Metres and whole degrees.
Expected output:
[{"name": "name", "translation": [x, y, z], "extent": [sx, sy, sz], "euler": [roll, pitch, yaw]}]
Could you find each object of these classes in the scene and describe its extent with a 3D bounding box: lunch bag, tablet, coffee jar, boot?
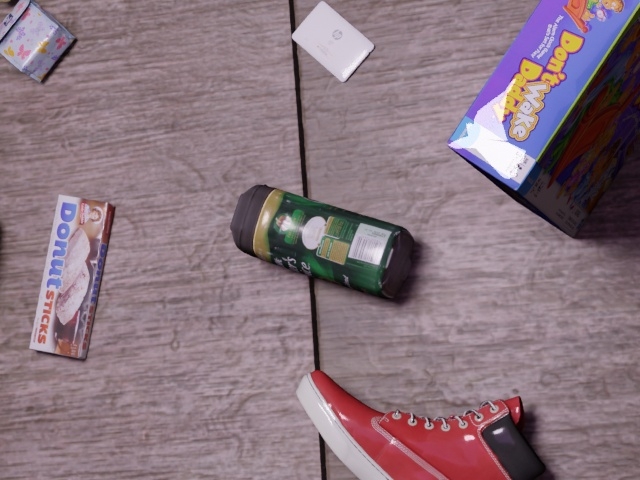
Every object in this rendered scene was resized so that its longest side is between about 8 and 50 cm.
[{"name": "lunch bag", "translation": [-0.337, -0.235, 1.969], "extent": [0.071, 0.053, 0.083], "euler": [-49, 60, 5]}, {"name": "tablet", "translation": [0.014, -0.219, 1.884], "extent": [0.083, 0.006, 0.054], "euler": [43, 96, 17]}, {"name": "coffee jar", "translation": [0.000, 0.000, 1.812], "extent": [0.184, 0.096, 0.079], "euler": [18, 86, 19]}, {"name": "boot", "translation": [0.107, 0.186, 1.764], "extent": [0.244, 0.088, 0.176], "euler": [44, 96, 9]}]

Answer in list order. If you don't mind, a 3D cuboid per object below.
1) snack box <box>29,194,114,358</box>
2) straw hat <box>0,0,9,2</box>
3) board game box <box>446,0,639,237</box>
[{"name": "snack box", "translation": [-0.280, 0.041, 1.931], "extent": [0.064, 0.022, 0.178], "euler": [9, 86, 19]}, {"name": "straw hat", "translation": [-0.365, -0.309, 1.978], "extent": [0.145, 0.144, 0.061], "euler": [-11, 123, 15]}, {"name": "board game box", "translation": [0.248, -0.138, 1.622], "extent": [0.078, 0.347, 0.233], "euler": [34, 94, 17]}]
